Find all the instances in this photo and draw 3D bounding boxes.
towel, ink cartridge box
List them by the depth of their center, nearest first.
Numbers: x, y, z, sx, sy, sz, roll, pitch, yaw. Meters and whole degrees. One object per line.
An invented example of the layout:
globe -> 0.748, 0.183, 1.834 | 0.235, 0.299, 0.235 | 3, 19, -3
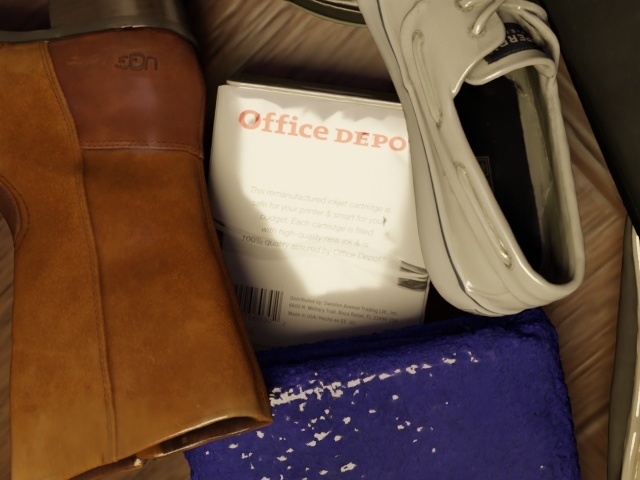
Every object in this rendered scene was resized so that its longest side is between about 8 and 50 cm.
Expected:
towel -> 0.047, 0.195, 0.600 | 0.228, 0.076, 0.308 | -10, 108, 1
ink cartridge box -> 0.000, 0.000, 0.617 | 0.140, 0.082, 0.190 | 9, 104, 2

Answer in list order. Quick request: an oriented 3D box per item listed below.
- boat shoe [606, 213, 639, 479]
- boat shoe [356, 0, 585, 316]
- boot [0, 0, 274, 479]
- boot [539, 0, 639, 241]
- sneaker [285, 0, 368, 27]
boat shoe -> 0.233, 0.030, 0.605 | 0.112, 0.095, 0.335 | 8, 100, 7
boat shoe -> 0.088, -0.090, 0.517 | 0.095, 0.084, 0.258 | -15, 89, -28
boot -> -0.170, 0.008, 0.572 | 0.264, 0.096, 0.280 | -14, 73, 10
boot -> 0.278, -0.157, 0.447 | 0.367, 0.146, 0.445 | -25, 78, 24
sneaker -> -0.024, -0.176, 0.558 | 0.222, 0.118, 0.083 | 21, 105, 1
